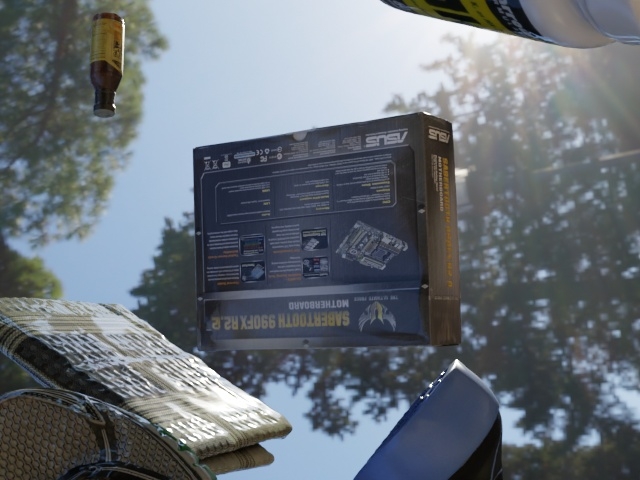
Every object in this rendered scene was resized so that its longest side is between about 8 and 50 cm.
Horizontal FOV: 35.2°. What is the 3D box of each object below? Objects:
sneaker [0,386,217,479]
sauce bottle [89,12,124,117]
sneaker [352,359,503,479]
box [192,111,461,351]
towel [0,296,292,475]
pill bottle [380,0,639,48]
[{"bbox_3d":[-0.093,0.185,0.534,0.134,0.343,0.146,-42,-37,-13],"label":"sneaker"},{"bbox_3d":[-0.259,-0.211,1.219,0.042,0.042,0.128,16,-113,-50],"label":"sauce bottle"},{"bbox_3d":[0.064,0.134,0.475,0.081,0.090,0.232,-46,-18,-21],"label":"sneaker"},{"bbox_3d":[0.000,0.000,0.841,0.056,0.231,0.183,5,-99,-58],"label":"box"},{"bbox_3d":[-0.207,0.164,1.146,0.056,0.312,0.324,-61,-19,6],"label":"towel"},{"bbox_3d":[0.116,-0.168,0.539,0.119,0.208,0.119,-13,-65,-30],"label":"pill bottle"}]
